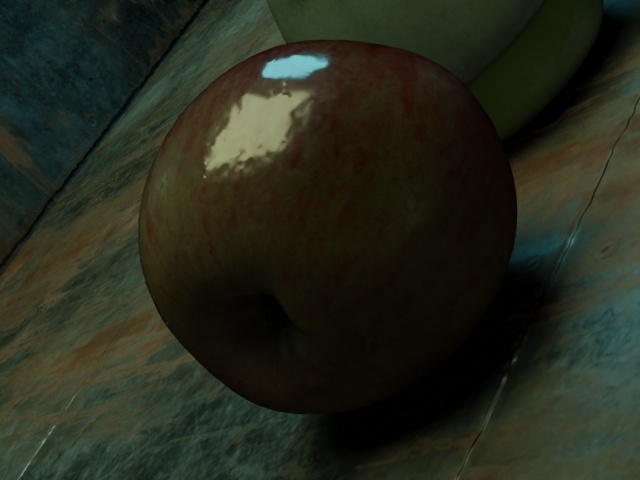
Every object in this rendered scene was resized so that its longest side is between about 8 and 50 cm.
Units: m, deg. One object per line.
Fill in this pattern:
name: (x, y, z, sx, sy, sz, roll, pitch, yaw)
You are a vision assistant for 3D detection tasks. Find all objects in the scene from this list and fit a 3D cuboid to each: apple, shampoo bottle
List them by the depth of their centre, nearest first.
apple: (0.000, 0.000, 1.241, 0.344, 0.344, 0.269, -27, 43, 46)
shampoo bottle: (0.114, -0.267, 1.521, 0.322, 0.317, 0.322, -40, 20, 18)
